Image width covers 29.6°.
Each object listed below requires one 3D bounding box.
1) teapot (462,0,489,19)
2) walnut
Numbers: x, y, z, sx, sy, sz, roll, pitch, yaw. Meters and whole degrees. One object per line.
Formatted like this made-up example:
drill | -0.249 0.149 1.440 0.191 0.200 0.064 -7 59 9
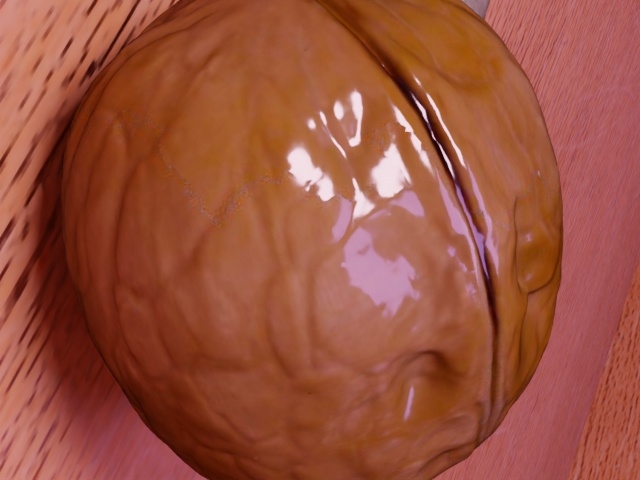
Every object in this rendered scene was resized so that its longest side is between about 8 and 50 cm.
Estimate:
teapot | 0.058 -0.153 0.573 0.107 0.077 0.200 43 64 -71
walnut | 0.000 0.000 0.413 0.207 0.167 0.167 81 31 -44
